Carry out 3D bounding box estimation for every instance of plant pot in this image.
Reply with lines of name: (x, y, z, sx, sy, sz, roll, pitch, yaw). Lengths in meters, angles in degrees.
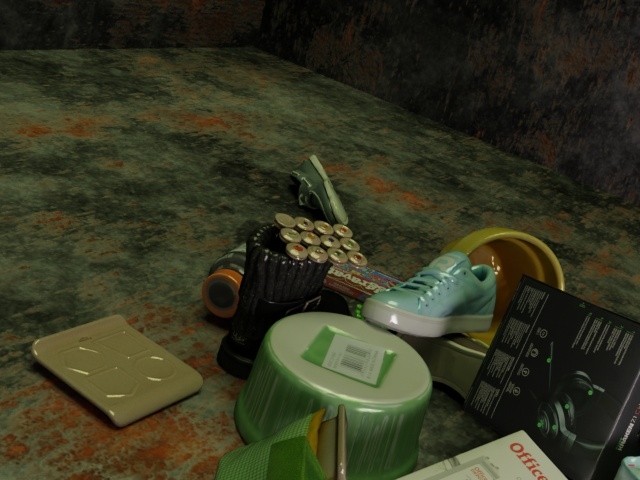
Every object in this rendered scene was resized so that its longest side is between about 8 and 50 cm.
plant pot: (0.356, 0.089, 1.845, 0.254, 0.254, 0.239, 12, 6, -11)

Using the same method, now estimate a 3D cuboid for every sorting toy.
sorting toy: (-0.318, 0.203, 1.352, 0.208, 0.038, 0.193, 33, 27, 25)

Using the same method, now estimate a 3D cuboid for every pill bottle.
pill bottle: (-0.133, 0.070, 1.666, 0.130, 0.130, 0.246, 23, 23, 16)

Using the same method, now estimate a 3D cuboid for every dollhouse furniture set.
dollhouse furniture set: (-0.075, 0.284, 1.047, 0.198, 0.151, 0.301, -22, 23, 12)

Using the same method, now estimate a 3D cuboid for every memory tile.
memory tile: (0.000, 0.000, 1.407, 0.148, 0.012, 0.113, 8, 35, -27)

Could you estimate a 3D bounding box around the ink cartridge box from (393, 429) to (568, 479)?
ink cartridge box: (0.183, 0.375, 1.049, 0.283, 0.117, 0.207, -18, 32, -15)

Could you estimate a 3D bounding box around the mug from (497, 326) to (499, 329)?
mug: (0.408, 0.224, 1.664, 0.158, 0.097, 0.129, 36, 39, 8)

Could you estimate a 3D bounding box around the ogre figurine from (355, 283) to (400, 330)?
ogre figurine: (0.153, 0.138, 1.720, 0.118, 0.096, 0.197, -16, -9, 34)

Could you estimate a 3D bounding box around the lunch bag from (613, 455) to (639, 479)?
lunch bag: (0.479, 0.436, 1.100, 0.160, 0.223, 0.262, -1, 29, -25)

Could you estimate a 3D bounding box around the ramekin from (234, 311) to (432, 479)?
ramekin: (0.028, 0.238, 1.350, 0.304, 0.148, 0.303, 14, 22, -6)

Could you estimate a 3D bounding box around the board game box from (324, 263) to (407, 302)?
board game box: (0.071, 0.082, 1.917, 0.281, 0.027, 0.145, 22, 24, 14)

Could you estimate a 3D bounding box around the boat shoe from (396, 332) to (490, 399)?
boat shoe: (0.289, 0.241, 1.579, 0.324, 0.116, 0.097, 24, 23, 36)

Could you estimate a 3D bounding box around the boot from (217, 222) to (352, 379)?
boot: (-0.026, 0.086, 1.525, 0.131, 0.260, 0.348, 29, 25, 25)

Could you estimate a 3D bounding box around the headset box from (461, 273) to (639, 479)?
headset box: (0.396, 0.218, 1.313, 0.131, 0.246, 0.283, 23, 1, -37)

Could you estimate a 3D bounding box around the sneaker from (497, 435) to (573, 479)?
sneaker: (0.364, 0.396, 1.277, 0.163, 0.106, 0.281, 15, 21, -11)

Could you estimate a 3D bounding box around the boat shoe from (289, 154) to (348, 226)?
boat shoe: (-0.009, -0.116, 2.286, 0.099, 0.116, 0.319, -28, 36, 4)

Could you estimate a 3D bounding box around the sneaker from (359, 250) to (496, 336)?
sneaker: (0.201, 0.088, 1.559, 0.135, 0.150, 0.366, 13, 6, 36)
